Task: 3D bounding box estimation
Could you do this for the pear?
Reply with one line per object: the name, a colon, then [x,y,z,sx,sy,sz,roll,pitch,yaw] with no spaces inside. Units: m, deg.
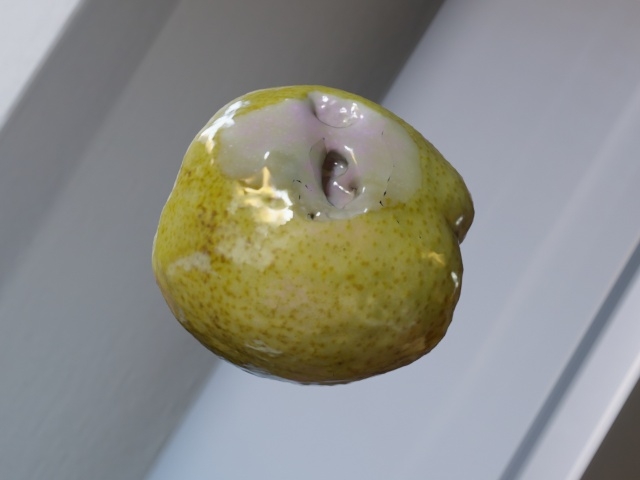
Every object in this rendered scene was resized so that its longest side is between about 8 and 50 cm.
pear: [0.000,0.000,0.847,0.178,0.178,0.178,31,-6,4]
